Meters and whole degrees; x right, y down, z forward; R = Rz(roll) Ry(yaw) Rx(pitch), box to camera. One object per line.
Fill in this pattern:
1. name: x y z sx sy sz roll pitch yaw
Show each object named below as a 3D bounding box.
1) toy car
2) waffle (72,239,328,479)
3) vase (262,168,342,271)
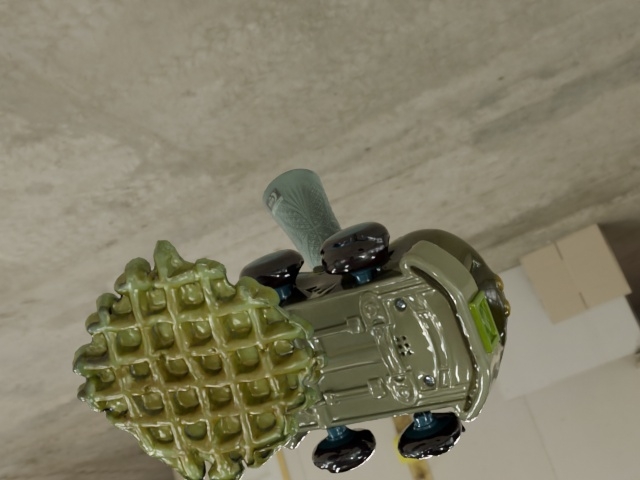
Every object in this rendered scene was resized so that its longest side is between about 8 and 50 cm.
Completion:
1. toy car: 0.054 0.075 0.741 0.248 0.204 0.198 -17 -171 30
2. waffle: -0.094 0.096 0.611 0.169 0.184 0.036 -53 -175 14
3. vase: 0.000 0.000 1.152 0.096 0.219 0.096 -18 140 -16
